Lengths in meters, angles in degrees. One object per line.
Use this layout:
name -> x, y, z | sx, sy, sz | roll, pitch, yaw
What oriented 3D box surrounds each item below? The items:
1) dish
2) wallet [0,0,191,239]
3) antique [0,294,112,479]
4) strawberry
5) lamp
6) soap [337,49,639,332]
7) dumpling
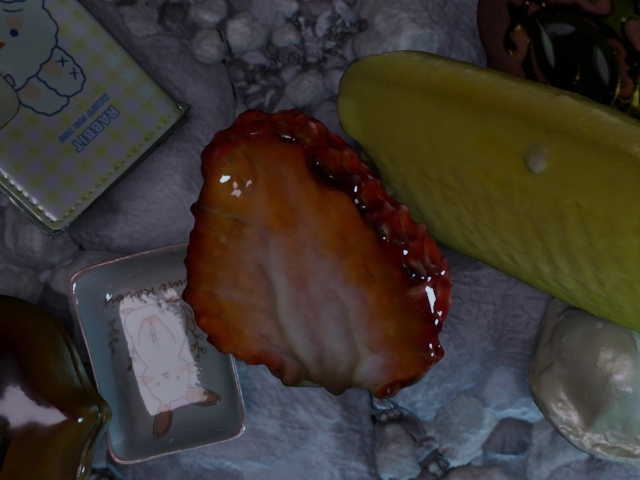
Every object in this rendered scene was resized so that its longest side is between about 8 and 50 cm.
dish -> -0.166, 0.116, 1.471 | 0.151, 0.077, 0.212 | -14, 89, 5
wallet -> -0.313, -0.173, 1.436 | 0.309, 0.077, 0.223 | 45, 70, -3
antique -> -0.354, 0.161, 1.440 | 0.278, 0.129, 0.223 | 33, 103, 24
strawberry -> 0.000, 0.000, 1.357 | 0.265, 0.149, 0.336 | -1, 129, 23
lamp -> 0.305, -0.209, 1.332 | 0.305, 0.239, 0.305 | 22, 130, 28
soap -> 0.226, -0.035, 1.281 | 0.427, 0.306, 0.115 | 25, 63, 29
dumpling -> 0.279, 0.135, 1.409 | 0.136, 0.118, 0.199 | -12, 61, 13
